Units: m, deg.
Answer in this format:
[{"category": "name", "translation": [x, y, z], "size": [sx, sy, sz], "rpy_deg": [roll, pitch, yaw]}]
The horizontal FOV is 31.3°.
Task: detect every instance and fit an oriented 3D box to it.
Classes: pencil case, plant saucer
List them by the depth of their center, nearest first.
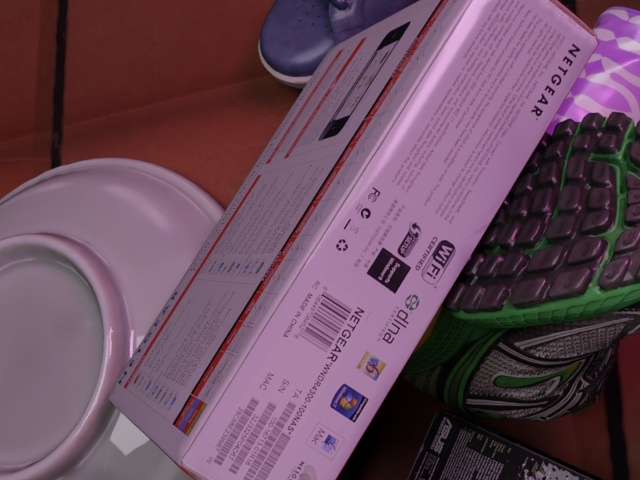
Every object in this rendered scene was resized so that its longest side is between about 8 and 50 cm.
[{"category": "pencil case", "translation": [0.191, -0.063, 0.811], "size": [0.088, 0.086, 0.206], "rpy_deg": [27, 88, 37]}, {"category": "plant saucer", "translation": [-0.235, 0.108, 0.970], "size": [0.401, 0.100, 0.400], "rpy_deg": [-9, 71, 25]}]

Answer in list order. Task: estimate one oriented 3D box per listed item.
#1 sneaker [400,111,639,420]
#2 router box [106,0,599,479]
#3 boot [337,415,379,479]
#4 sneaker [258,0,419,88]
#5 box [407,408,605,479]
[{"category": "sneaker", "translation": [0.144, 0.032, 0.699], "size": [0.146, 0.343, 0.134], "rpy_deg": [33, 69, -9]}, {"category": "router box", "translation": [0.000, 0.000, 0.759], "size": [0.335, 0.082, 0.301], "rpy_deg": [-58, 14, -10]}, {"category": "boot", "translation": [0.021, 0.197, 0.841], "size": [0.121, 0.045, 0.099], "rpy_deg": [-48, 57, 14]}, {"category": "sneaker", "translation": [0.059, -0.278, 0.910], "size": [0.350, 0.148, 0.131], "rpy_deg": [-47, 60, 7]}, {"category": "box", "translation": [0.117, 0.226, 0.763], "size": [0.147, 0.077, 0.180], "rpy_deg": [21, 85, 31]}]
